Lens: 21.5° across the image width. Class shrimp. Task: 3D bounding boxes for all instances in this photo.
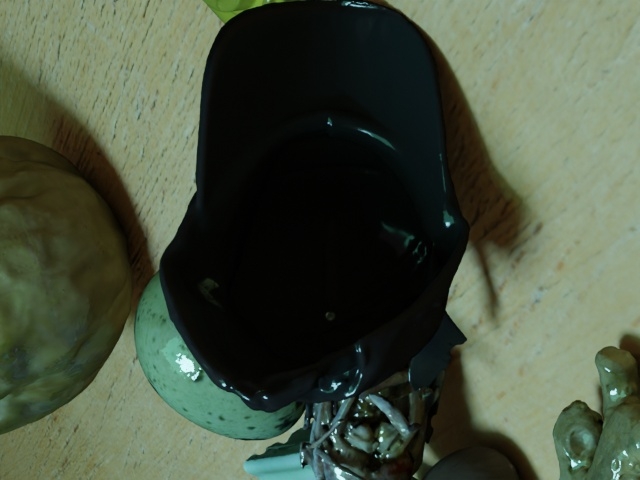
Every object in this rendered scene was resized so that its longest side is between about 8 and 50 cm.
[{"bbox_3d":[0.045,0.139,1.492,0.116,0.145,0.343,10,115,13],"label":"shrimp"}]

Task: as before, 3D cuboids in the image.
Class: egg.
[{"bbox_3d":[-0.091,0.110,1.720,0.177,0.177,0.228,26,151,53],"label":"egg"}]

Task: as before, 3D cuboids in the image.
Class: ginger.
[{"bbox_3d":[0.227,0.138,1.228,0.149,0.065,0.259,-115,28,-41],"label":"ginger"}]

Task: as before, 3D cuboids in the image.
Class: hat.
[{"bbox_3d":[0.004,-0.016,1.365,0.209,0.238,0.336,68,-155,-75],"label":"hat"}]

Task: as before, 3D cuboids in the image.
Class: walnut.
[{"bbox_3d":[-0.415,0.057,2.069,0.383,0.383,0.384,45,151,34],"label":"walnut"}]

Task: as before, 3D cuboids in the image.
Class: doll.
[{"bbox_3d":[0.156,0.267,1.485,0.188,0.096,0.145,34,120,31],"label":"doll"}]

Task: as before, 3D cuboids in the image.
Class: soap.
[{"bbox_3d":[0.009,0.219,1.709,0.063,0.114,0.198,62,157,-1],"label":"soap"}]

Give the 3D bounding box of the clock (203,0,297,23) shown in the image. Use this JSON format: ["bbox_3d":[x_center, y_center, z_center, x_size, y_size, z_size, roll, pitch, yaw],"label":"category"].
[{"bbox_3d":[-0.087,-0.268,1.455,0.237,0.057,0.237,45,152,32],"label":"clock"}]

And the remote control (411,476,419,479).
[{"bbox_3d":[0.137,0.387,1.688,0.128,0.065,0.335,24,136,51],"label":"remote control"}]
